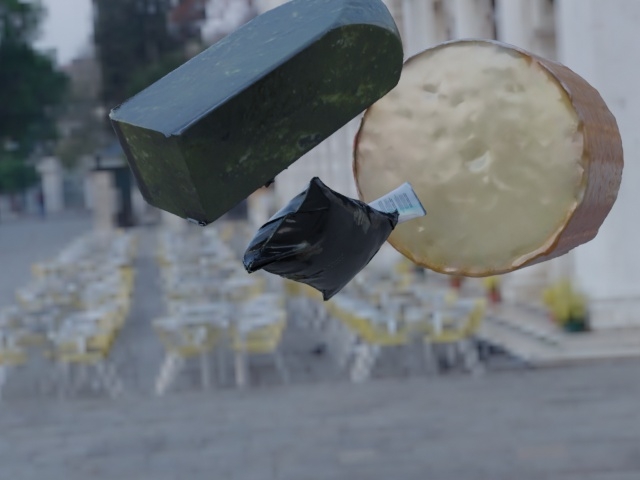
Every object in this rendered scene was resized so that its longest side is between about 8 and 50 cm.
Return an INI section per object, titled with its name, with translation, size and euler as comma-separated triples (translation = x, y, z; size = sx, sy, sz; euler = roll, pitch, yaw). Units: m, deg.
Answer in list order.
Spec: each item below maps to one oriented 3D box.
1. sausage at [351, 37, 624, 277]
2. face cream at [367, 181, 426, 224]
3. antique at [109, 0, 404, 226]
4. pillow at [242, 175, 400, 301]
[sausage]
translation = 0.173, -0.081, 1.862
size = 0.233, 0.233, 0.287
euler = -3, 2, 14
[face cream]
translation = 0.038, -0.015, 1.688
size = 0.115, 0.038, 0.020
euler = -26, -25, -5
[antique]
translation = -0.038, -0.108, 1.357
size = 0.221, 0.080, 0.081
euler = -38, 38, -26
[pillow]
translation = 0.000, -0.001, 1.442
size = 0.090, 0.048, 0.150
euler = -35, -24, 18
